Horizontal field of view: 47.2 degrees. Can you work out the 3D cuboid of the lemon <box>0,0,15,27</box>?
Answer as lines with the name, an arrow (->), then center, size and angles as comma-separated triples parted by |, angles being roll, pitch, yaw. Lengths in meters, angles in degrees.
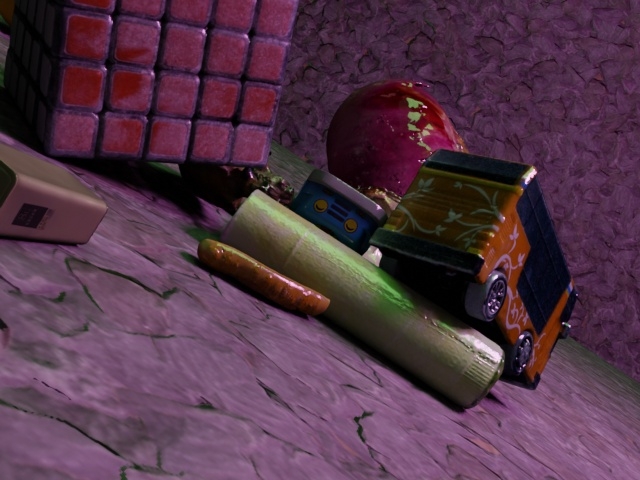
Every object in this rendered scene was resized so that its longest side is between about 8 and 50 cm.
lemon -> -0.438, -0.437, 1.288 | 0.263, 0.236, 0.236 | 30, 8, -46

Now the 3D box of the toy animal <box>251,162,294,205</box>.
toy animal -> -0.115, -0.124, 1.281 | 0.086, 0.069, 0.220 | 54, -2, -38

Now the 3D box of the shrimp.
shrimp -> -0.105, -0.053, 0.888 | 0.254, 0.059, 0.145 | 30, -17, 51

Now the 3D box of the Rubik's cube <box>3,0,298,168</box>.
Rubik's cube -> -0.183, -0.223, 0.767 | 0.237, 0.238, 0.237 | 2, 22, -34

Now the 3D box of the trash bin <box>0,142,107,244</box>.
trash bin -> -0.188, -0.030, 0.465 | 0.061, 0.043, 0.092 | 36, 7, 20

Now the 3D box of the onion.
onion -> 0.128, -0.089, 1.306 | 0.358, 0.345, 0.358 | 43, 14, -13

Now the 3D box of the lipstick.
lipstick -> 0.043, 0.058, 0.734 | 0.304, 0.076, 0.076 | 34, 8, 3

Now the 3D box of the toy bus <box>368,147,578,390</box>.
toy bus -> 0.185, 0.039, 0.824 | 0.138, 0.167, 0.275 | 17, -25, 39

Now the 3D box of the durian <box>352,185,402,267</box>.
durian -> 0.116, 0.011, 1.100 | 0.252, 0.139, 0.144 | 36, 4, 22

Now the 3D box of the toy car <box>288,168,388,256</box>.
toy car -> 0.000, 0.000, 0.834 | 0.097, 0.100, 0.191 | 33, -18, 0

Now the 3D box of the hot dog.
hot dog -> -0.050, 0.036, 0.662 | 0.137, 0.028, 0.044 | 32, -17, -28
